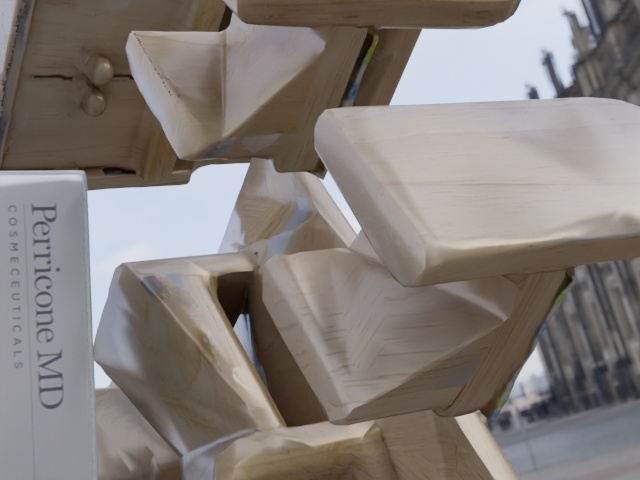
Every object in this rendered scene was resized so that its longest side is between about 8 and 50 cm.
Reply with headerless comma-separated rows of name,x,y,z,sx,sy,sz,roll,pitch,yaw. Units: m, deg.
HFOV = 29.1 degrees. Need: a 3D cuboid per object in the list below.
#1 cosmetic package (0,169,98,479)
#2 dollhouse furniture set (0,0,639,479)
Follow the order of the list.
cosmetic package,-0.204,0.090,0.456,0.225,0.224,0.138,-2,-1,-25
dollhouse furniture set,0.000,0.000,0.618,0.256,0.394,0.362,-6,-44,-32
